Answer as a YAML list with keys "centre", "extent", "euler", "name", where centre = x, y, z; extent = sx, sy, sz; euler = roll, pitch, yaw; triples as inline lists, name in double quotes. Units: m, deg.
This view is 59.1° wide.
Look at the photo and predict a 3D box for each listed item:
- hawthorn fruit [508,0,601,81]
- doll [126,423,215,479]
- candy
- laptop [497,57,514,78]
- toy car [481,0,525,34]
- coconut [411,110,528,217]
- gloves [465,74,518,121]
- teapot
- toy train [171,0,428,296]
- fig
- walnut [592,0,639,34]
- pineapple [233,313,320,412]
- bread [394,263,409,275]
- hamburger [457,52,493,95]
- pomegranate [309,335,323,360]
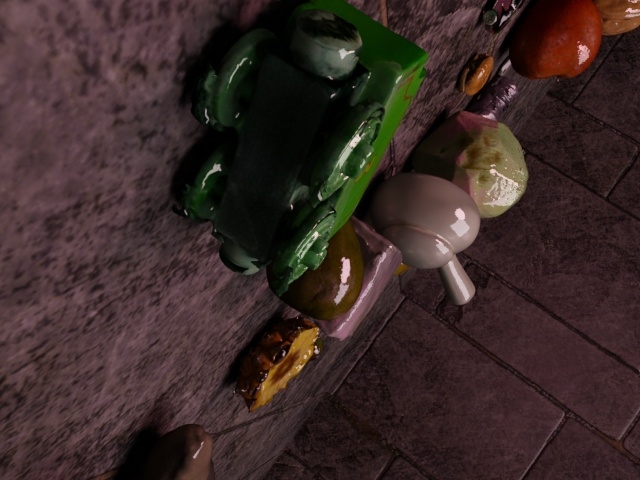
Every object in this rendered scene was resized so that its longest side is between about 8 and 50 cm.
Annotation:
- centre: [0.518, -0.467, 1.237]
  extent: [0.196, 0.197, 0.225]
  euler: [-31, 128, -58]
  name: "hawthorn fruit"
- centre: [-0.255, 0.369, 0.684]
  extent: [0.378, 0.252, 0.382]
  euler: [-87, -161, -49]
  name: "doll"
- centre: [0.037, 0.053, 0.928]
  extent: [0.195, 0.137, 0.185]
  euler: [-56, 166, -1]
  name: "candy"
- centre: [0.487, -0.419, 1.522]
  extent: [0.187, 0.015, 0.269]
  euler: [-47, 165, -24]
  name: "laptop"
- centre: [0.317, -0.406, 0.923]
  extent: [0.069, 0.055, 0.142]
  euler: [-44, 164, -47]
  name: "toy car"
- centre: [0.299, -0.154, 1.166]
  extent: [0.236, 0.236, 0.204]
  euler: [-55, -167, 2]
  name: "coconut"
- centre: [0.378, -0.257, 1.356]
  extent: [0.285, 0.119, 0.142]
  euler: [-67, 155, -3]
  name: "gloves"
- centre: [0.227, -0.001, 1.074]
  extent: [0.220, 0.318, 0.149]
  euler: [-23, -138, 63]
  name: "teapot"
- centre: [-0.011, -0.080, 0.479]
  extent: [0.188, 0.132, 0.243]
  euler: [-46, 167, -46]
  name: "toy train"
- centre: [0.012, 0.008, 0.742]
  extent: [0.127, 0.133, 0.185]
  euler: [29, 93, -40]
  name: "fig"
- centre: [0.679, -0.592, 1.315]
  extent: [0.228, 0.228, 0.228]
  euler: [-49, 165, -18]
  name: "walnut"
- centre: [-0.084, 0.217, 1.039]
  extent: [0.225, 0.076, 0.225]
  euler: [-48, 162, -22]
  name: "pineapple"
- centre: [0.260, -0.054, 1.444]
  extent: [0.383, 0.112, 0.166]
  euler: [-48, 164, -24]
  name: "bread"
- centre: [0.301, -0.321, 1.092]
  extent: [0.076, 0.044, 0.083]
  euler: [-52, 163, -10]
  name: "hamburger"
- centre: [-0.027, 0.235, 1.276]
  extent: [0.073, 0.073, 0.084]
  euler: [-44, 163, -34]
  name: "pomegranate"
